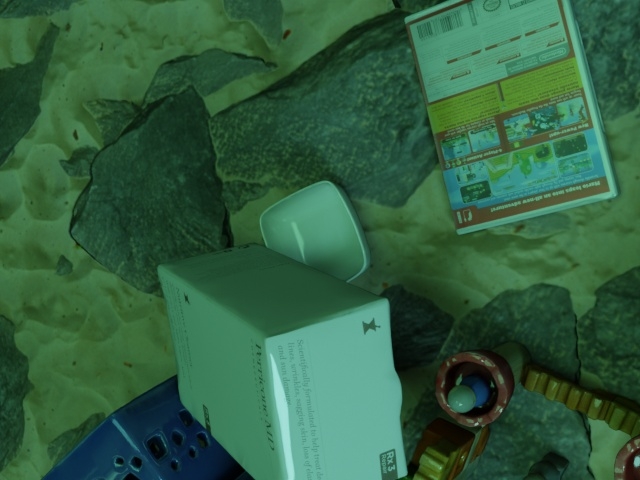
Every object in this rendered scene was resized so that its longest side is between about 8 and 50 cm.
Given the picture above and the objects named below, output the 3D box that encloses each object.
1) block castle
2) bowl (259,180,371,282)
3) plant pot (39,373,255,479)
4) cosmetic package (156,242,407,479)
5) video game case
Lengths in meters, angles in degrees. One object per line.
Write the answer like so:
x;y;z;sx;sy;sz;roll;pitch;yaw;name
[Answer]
0.223;0.364;1.036;0.303;0.213;0.453;24;107;26;block castle
0.000;0.000;1.218;0.142;0.053;0.142;-26;82;30;bowl
-0.233;0.347;1.294;0.236;0.236;0.212;-42;81;27;plant pot
-0.060;0.145;1.091;0.385;0.156;0.217;18;119;64;cosmetic package
0.227;-0.167;1.084;0.204;0.025;0.285;-14;88;30;video game case
